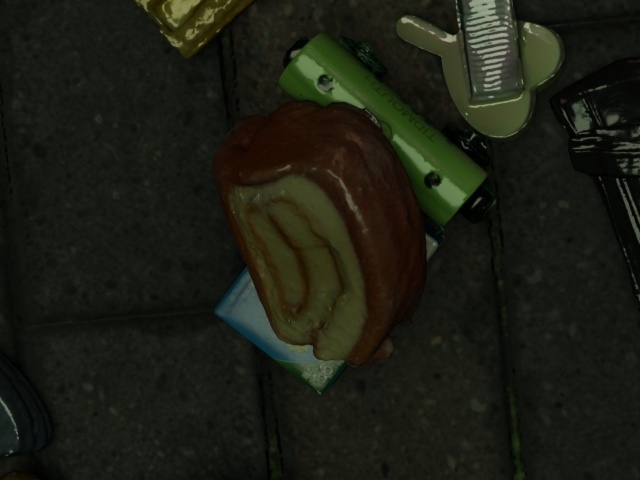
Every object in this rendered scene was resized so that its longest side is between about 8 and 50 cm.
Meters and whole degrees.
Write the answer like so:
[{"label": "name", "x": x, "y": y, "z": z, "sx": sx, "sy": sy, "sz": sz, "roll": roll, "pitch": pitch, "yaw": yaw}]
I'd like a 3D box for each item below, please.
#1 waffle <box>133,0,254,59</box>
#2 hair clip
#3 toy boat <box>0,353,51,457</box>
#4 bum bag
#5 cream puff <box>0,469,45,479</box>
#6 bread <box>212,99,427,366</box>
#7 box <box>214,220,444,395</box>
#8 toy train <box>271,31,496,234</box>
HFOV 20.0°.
[{"label": "waffle", "x": -0.155, "y": -0.328, "z": 1.789, "sx": 0.168, "sy": 0.057, "sz": 0.274, "roll": -43, "pitch": 89, "yaw": 10}, {"label": "hair clip", "x": 0.152, "y": -0.201, "z": 1.749, "sx": 0.159, "sy": 0.071, "sz": 0.218, "roll": -9, "pitch": 89, "yaw": 12}, {"label": "toy boat", "x": -0.406, "y": 0.142, "z": 1.868, "sx": 0.283, "sy": 0.078, "sz": 0.127, "roll": 30, "pitch": 96, "yaw": 6}, {"label": "bum bag", "x": 0.318, "y": -0.053, "z": 1.744, "sx": 0.123, "sy": 0.060, "sz": 0.248, "roll": -23, "pitch": 90, "yaw": 9}, {"label": "cream puff", "x": -0.344, "y": 0.368, "z": 1.849, "sx": 0.241, "sy": 0.155, "sz": 0.269, "roll": 3, "pitch": 90, "yaw": 3}, {"label": "bread", "x": 0.010, "y": -0.001, "z": 1.656, "sx": 0.190, "sy": 0.123, "sz": 0.244, "roll": -10, "pitch": 112, "yaw": 40}, {"label": "box", "x": 0.009, "y": 0.034, "z": 1.793, "sx": 0.139, "sy": 0.073, "sz": 0.194, "roll": 38, "pitch": 100, "yaw": 4}, {"label": "toy train", "x": 0.063, "y": -0.104, "z": 1.728, "sx": 0.253, "sy": 0.157, "sz": 0.105, "roll": 42, "pitch": 100, "yaw": 3}]
